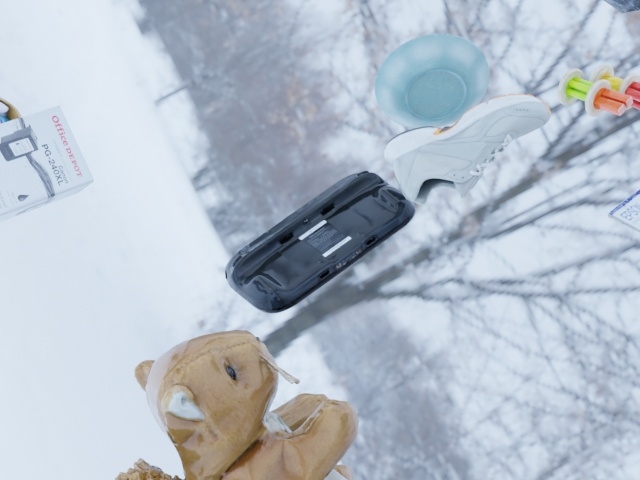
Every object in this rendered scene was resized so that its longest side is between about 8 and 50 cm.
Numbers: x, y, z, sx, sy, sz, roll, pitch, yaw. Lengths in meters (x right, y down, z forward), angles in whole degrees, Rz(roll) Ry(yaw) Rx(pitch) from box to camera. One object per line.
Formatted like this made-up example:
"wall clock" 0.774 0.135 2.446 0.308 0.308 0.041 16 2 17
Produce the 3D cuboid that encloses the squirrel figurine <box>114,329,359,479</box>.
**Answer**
"squirrel figurine" -0.127 0.320 1.587 0.370 0.397 0.281 54 -7 -21

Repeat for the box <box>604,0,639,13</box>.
"box" 0.346 -0.349 1.455 0.158 0.093 0.156 31 0 -11

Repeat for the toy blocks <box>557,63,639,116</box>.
"toy blocks" 0.417 -0.193 1.696 0.148 0.123 0.054 29 -58 42

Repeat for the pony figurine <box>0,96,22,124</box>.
"pony figurine" -0.655 -0.289 2.017 0.351 0.303 0.363 32 2 -43

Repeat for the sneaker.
"sneaker" 0.236 -0.131 1.914 0.099 0.262 0.121 43 29 -63

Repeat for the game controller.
"game controller" 0.000 0.000 2.022 0.166 0.319 0.067 40 -23 39

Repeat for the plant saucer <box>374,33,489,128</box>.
"plant saucer" 0.187 -0.250 2.053 0.037 0.194 0.195 -98 168 -47

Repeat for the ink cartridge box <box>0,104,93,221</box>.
"ink cartridge box" -0.373 -0.092 1.543 0.063 0.150 0.109 -25 -90 55

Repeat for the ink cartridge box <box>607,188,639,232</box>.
"ink cartridge box" 0.532 0.032 1.518 0.330 0.071 0.324 29 28 21
